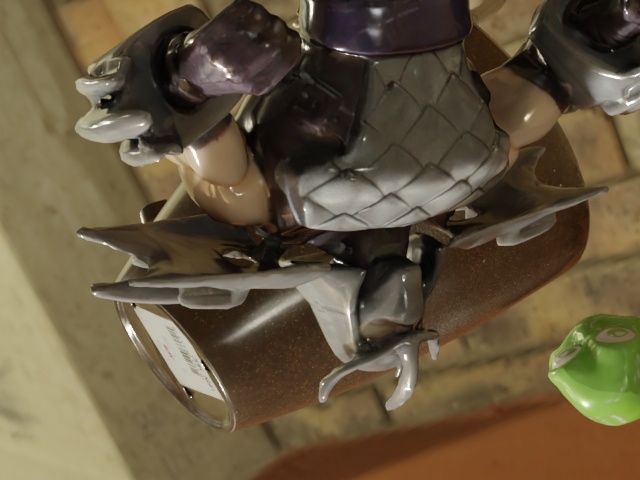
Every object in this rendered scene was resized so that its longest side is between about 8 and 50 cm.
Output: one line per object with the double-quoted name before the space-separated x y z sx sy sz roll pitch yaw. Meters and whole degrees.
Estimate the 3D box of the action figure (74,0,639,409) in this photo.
"action figure" 0.018 -0.083 0.445 0.185 0.285 0.099 -17 -153 -39

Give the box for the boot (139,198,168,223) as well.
"boot" -0.076 -0.007 1.269 0.118 0.042 0.087 -25 -126 -20

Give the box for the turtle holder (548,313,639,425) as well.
"turtle holder" 0.322 0.141 1.061 0.243 0.320 0.227 -36 170 32

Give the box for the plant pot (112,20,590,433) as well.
"plant pot" 0.000 0.000 0.990 0.230 0.215 0.215 -38 -151 -23

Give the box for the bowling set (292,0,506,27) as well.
"bowling set" 0.062 -0.186 1.366 0.287 0.200 0.154 21 -127 41
